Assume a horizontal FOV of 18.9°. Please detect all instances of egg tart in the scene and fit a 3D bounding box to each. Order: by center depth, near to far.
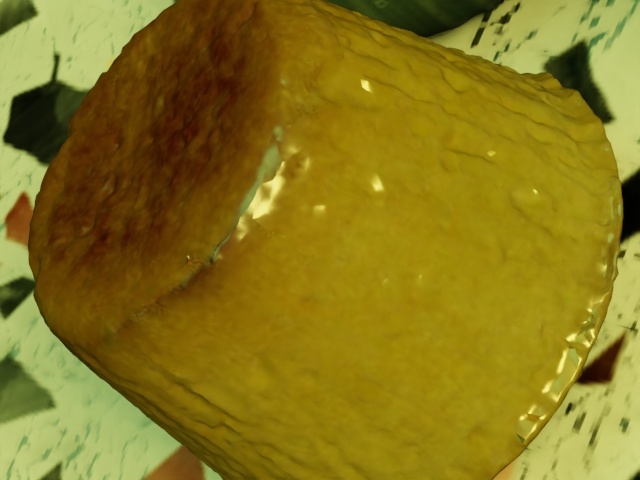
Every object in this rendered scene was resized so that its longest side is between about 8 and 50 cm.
[{"bbox_3d":[0.000,0.000,0.740,0.215,0.171,0.215,-30,43,33],"label":"egg tart"}]

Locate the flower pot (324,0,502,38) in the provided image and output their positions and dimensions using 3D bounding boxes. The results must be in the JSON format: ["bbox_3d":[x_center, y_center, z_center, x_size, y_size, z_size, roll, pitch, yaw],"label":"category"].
[{"bbox_3d":[0.036,-0.191,0.830,0.243,0.157,0.189,-44,47,14],"label":"flower pot"}]
